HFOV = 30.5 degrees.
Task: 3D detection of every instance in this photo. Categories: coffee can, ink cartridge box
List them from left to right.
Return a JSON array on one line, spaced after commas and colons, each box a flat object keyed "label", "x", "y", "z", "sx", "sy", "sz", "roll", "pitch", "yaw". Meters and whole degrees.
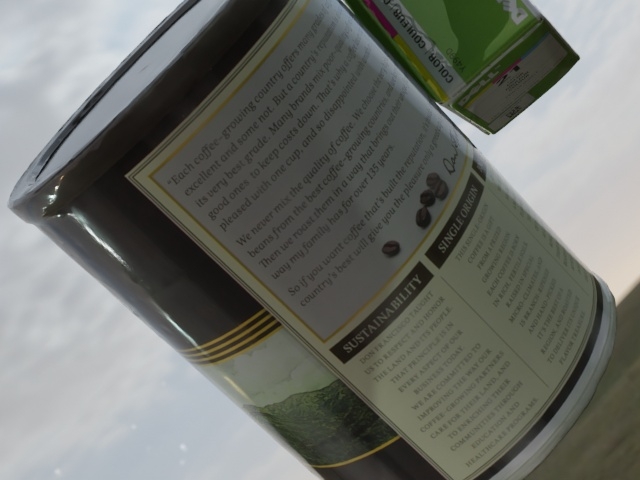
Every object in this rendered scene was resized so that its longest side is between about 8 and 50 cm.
[{"label": "coffee can", "x": 0.000, "y": 0.000, "z": 0.649, "sx": 0.201, "sy": 0.275, "sz": 0.201, "roll": -41, "pitch": 17, "yaw": 16}, {"label": "ink cartridge box", "x": 0.067, "y": -0.190, "z": 0.825, "sx": 0.097, "sy": 0.189, "sz": 0.255, "roll": -40, "pitch": -19, "yaw": 15}]
